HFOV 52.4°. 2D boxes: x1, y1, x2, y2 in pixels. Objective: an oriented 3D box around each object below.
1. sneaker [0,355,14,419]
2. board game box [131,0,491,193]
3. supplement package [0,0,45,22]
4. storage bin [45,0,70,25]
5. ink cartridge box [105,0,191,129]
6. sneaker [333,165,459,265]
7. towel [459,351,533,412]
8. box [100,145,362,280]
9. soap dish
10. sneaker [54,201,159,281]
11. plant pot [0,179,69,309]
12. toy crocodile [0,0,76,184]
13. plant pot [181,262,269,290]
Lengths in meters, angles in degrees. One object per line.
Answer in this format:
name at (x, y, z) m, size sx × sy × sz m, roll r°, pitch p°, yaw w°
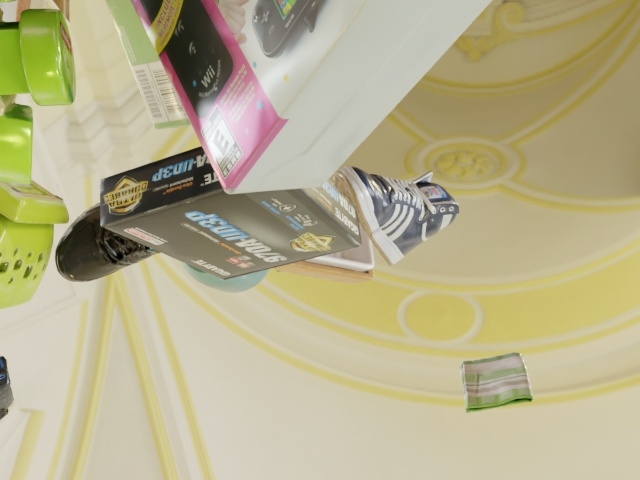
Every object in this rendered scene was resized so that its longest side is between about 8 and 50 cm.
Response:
sneaker at (-0.508, 0.179, 0.902) m, size 0.121 × 0.217 × 0.079 m, roll -31°, pitch -134°, yaw -19°
board game box at (-0.039, -0.216, 0.412) m, size 0.097 × 0.224 × 0.303 m, roll -9°, pitch -116°, yaw -43°
supplement package at (-0.384, -0.291, 0.650) m, size 0.175 × 0.177 × 0.293 m, roll 7°, pitch -174°, yaw -16°
storage bin at (-0.658, -0.621, 1.379) m, size 0.123 × 0.262 × 0.260 m, roll -17°, pitch -120°, yaw 7°
ink cartridge box at (-0.127, -0.245, 0.715) m, size 0.056 × 0.171 × 0.235 m, roll -3°, pitch -151°, yaw 25°
sneaker at (0.127, -0.067, 1.032) m, size 0.153 × 0.282 × 0.099 m, roll -33°, pitch -120°, yaw 4°
towel at (0.295, 0.236, 1.102) m, size 0.113 × 0.023 × 0.152 m, roll -16°, pitch -167°, yaw 14°
box at (-0.075, -0.025, 0.641) m, size 0.175 × 0.220 × 0.051 m, roll -14°, pitch -111°, yaw 17°
soap dish at (0.000, 0.000, 1.811) m, size 0.291 × 0.118 × 0.229 m, roll 12°, pitch -127°, yaw -25°
sneaker at (-0.334, -0.022, 1.176) m, size 0.341 × 0.125 × 0.139 m, roll -31°, pitch -155°, yaw 2°
plant pot at (-0.585, -0.027, 1.113) m, size 0.227 × 0.207 × 0.228 m, roll 33°, pitch -178°, yaw 2°
toy crocodile at (-0.239, -0.194, 0.437) m, size 0.115 × 0.340 × 0.105 m, roll -7°, pitch -153°, yaw -11°
plant pot at (-0.321, 0.019, 2.091) m, size 0.293 × 0.293 × 0.235 m, roll 3°, pitch 175°, yaw 14°
